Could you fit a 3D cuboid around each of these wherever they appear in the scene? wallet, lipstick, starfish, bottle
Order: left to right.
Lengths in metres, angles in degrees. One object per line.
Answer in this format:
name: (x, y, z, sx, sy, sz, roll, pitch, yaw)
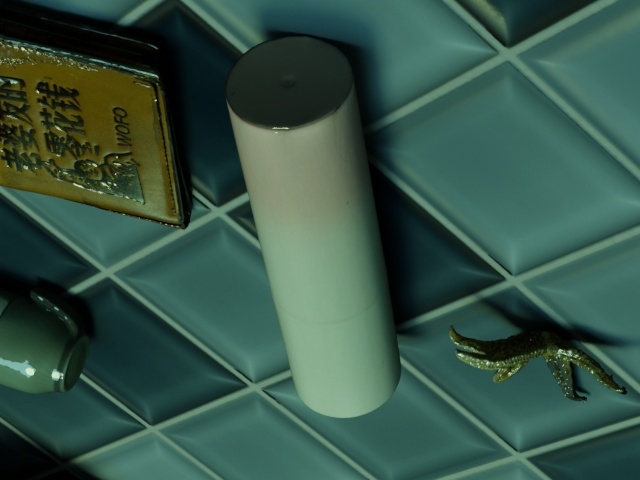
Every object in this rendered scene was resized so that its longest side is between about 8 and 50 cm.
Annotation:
bottle: (-0.324, 0.059, 1.675, 0.253, 0.079, 0.096, 20, 107, 10)
wallet: (-0.179, -0.086, 1.418, 0.161, 0.042, 0.195, 16, 144, 12)
lipstick: (0.000, 0.000, 1.380, 0.087, 0.087, 0.327, 12, 143, 19)
starfish: (0.173, 0.089, 1.435, 0.130, 0.041, 0.133, 6, 168, 34)
